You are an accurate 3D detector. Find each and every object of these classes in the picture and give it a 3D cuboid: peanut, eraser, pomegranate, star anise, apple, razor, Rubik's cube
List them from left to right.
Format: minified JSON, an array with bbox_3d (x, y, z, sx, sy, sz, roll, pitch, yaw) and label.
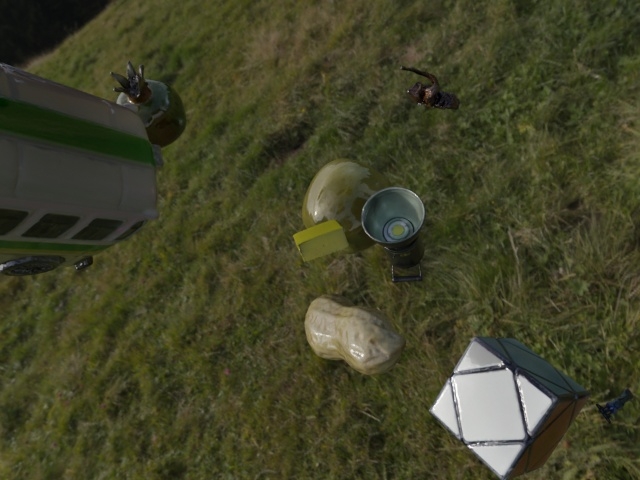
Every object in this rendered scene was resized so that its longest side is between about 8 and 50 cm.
[{"bbox_3d":[-0.439,-0.337,1.269,0.181,0.224,0.182,-3,66,7],"label":"pomegranate"},{"bbox_3d":[0.000,0.000,1.022,0.097,0.045,0.122,-20,12,-4],"label":"eraser"},{"bbox_3d":[0.050,0.167,0.889,0.124,0.123,0.256,-51,24,-11],"label":"peanut"},{"bbox_3d":[0.080,-0.096,1.388,0.262,0.262,0.263,-20,46,22],"label":"apple"},{"bbox_3d":[0.230,-0.330,1.102,0.097,0.190,0.070,37,110,39],"label":"star anise"},{"bbox_3d":[0.397,0.342,1.065,0.205,0.205,0.208,37,108,42],"label":"Rubik's cube"},{"bbox_3d":[0.645,0.347,1.087,0.028,0.154,0.044,-50,58,41],"label":"razor"}]

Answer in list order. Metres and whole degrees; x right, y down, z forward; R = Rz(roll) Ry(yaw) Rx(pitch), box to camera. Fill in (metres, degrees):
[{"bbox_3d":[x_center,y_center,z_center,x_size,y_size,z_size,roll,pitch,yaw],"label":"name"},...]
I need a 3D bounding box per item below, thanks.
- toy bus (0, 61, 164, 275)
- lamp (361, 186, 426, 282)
[{"bbox_3d":[-0.289,-0.060,0.404,0.178,0.305,0.143,-19,78,26],"label":"toy bus"},{"bbox_3d":[0.194,-0.016,1.230,0.146,0.227,0.172,-6,63,16],"label":"lamp"}]
